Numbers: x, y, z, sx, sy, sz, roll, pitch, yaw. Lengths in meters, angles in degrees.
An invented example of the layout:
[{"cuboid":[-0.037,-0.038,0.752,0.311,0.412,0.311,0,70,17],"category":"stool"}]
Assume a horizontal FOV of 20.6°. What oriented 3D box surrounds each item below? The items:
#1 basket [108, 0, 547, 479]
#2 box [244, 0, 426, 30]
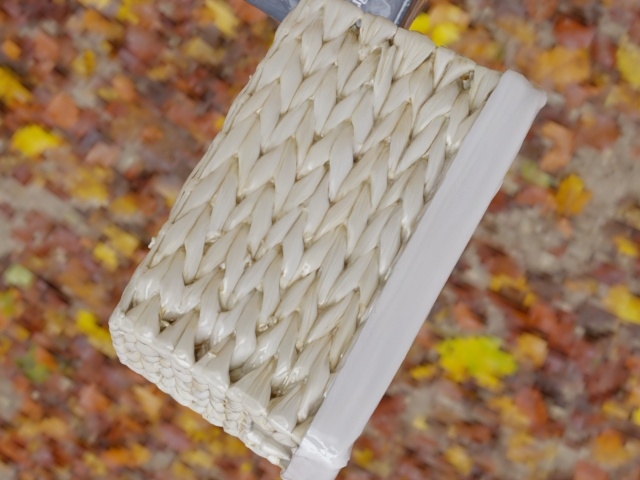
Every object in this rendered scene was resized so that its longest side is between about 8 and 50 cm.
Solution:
[{"cuboid":[0.000,0.000,0.686,0.103,0.167,0.113,30,166,4],"category":"basket"},{"cuboid":[-0.050,-0.339,0.980,0.395,0.212,0.293,31,138,1],"category":"box"}]
